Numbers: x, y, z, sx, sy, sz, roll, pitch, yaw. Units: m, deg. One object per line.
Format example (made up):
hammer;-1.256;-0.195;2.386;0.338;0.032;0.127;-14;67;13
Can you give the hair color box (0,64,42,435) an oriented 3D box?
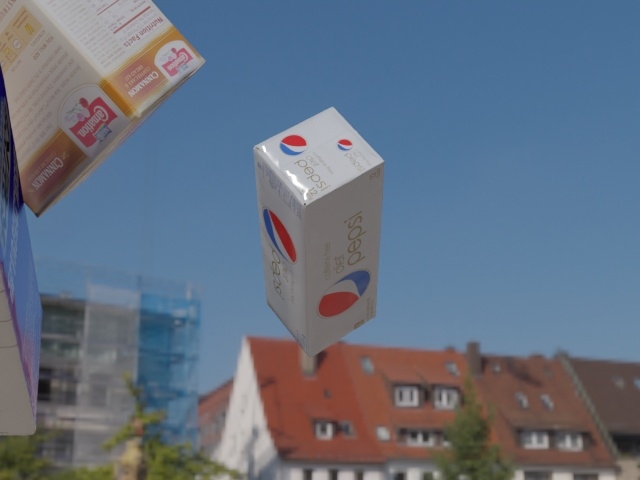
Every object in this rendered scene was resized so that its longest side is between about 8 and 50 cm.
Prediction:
hair color box;-0.267;0.022;0.689;0.185;0.110;0.339;1;-23;-10

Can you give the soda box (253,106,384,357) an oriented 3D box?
soda box;0.000;0.000;0.926;0.074;0.069;0.216;-30;-30;-19

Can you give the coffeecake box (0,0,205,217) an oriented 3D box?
coffeecake box;-0.178;-0.124;0.673;0.185;0.068;0.142;48;-42;-8
